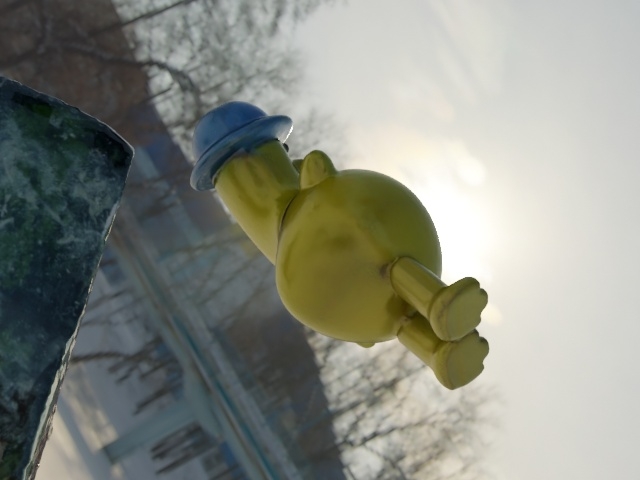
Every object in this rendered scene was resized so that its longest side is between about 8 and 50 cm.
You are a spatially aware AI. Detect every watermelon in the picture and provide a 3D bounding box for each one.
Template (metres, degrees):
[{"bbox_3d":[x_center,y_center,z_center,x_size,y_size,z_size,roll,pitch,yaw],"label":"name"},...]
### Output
[{"bbox_3d":[-0.213,0.052,0.465,0.226,0.318,0.148,54,33,-51],"label":"watermelon"}]

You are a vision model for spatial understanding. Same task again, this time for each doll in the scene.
[{"bbox_3d":[0.000,0.000,1.002,0.363,0.145,0.199,38,-34,42],"label":"doll"}]
